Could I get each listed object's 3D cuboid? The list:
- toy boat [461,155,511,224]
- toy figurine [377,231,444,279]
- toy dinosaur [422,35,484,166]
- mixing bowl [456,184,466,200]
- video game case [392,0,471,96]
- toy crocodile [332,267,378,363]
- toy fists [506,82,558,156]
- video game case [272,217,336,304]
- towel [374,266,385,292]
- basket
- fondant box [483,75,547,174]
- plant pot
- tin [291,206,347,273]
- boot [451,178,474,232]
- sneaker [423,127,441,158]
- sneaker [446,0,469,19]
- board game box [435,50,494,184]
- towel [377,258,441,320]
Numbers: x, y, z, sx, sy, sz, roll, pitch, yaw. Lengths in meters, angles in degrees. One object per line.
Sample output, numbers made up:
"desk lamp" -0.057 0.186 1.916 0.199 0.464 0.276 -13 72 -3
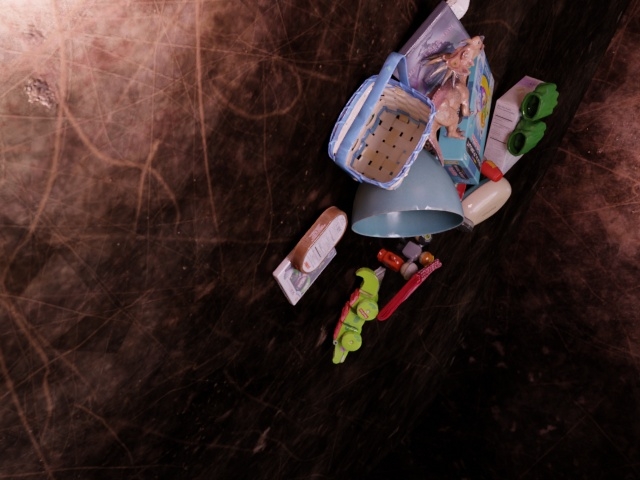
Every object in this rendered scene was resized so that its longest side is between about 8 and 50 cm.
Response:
"toy boat" 0.621 -0.206 2.211 0.267 0.148 0.318 -30 148 -14
"toy figurine" 0.310 0.007 1.882 0.209 0.148 0.213 -19 133 -52
"toy dinosaur" 0.299 -0.344 1.405 0.296 0.127 0.200 -69 156 -8
"mixing bowl" 0.412 -0.159 1.937 0.181 0.098 0.182 -44 147 -38
"video game case" 0.286 -0.462 1.442 0.196 0.026 0.274 -48 158 17
"toy crocodile" 0.106 0.245 1.830 0.115 0.105 0.341 -76 -171 -65
"toy fists" 0.771 -0.440 2.079 0.142 0.096 0.279 -24 139 -32
"video game case" -0.036 0.058 1.481 0.190 0.022 0.173 -51 152 -17
"towel" 0.166 0.167 1.945 0.113 0.023 0.152 -25 140 -45
"basket" 0.127 -0.238 1.251 0.255 0.201 0.289 -59 166 -3
"fondant box" 0.755 -0.443 2.250 0.238 0.096 0.330 -40 148 -32
"plant pot" 0.220 -0.134 1.500 0.290 0.290 0.196 22 62 -63
"tin" 0.000 0.000 1.422 0.190 0.040 0.106 -51 148 -14
"boot" 0.405 -0.145 1.791 0.161 0.246 0.083 -52 153 -5
"sneaker" 0.305 -0.232 1.691 0.302 0.108 0.121 -53 152 -29
"sneaker" 0.321 -0.568 1.426 0.152 0.053 0.061 -61 151 4
"board game box" 0.427 -0.359 1.666 0.253 0.079 0.336 22 77 -63
"towel" 0.287 0.156 1.824 0.199 0.031 0.274 -50 167 23
